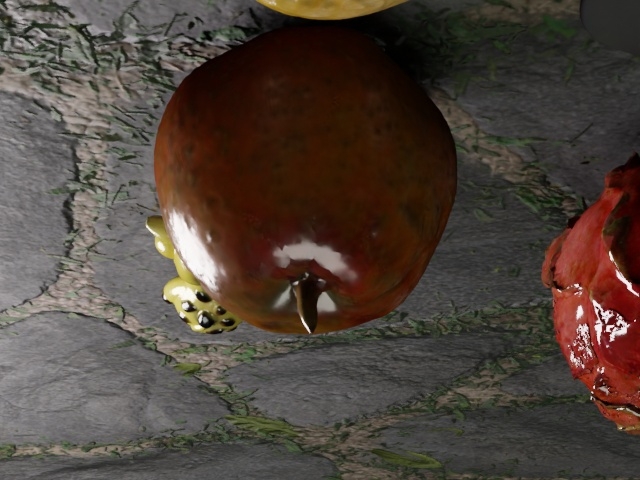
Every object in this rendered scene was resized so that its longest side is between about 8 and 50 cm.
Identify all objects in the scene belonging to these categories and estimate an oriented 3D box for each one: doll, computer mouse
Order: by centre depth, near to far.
[{"bbox_3d":[0.337,-0.194,1.316,0.232,0.057,0.120,4,153,-8],"label":"computer mouse"},{"bbox_3d":[-0.128,0.030,1.711,0.117,0.086,0.291,1,155,2],"label":"doll"}]

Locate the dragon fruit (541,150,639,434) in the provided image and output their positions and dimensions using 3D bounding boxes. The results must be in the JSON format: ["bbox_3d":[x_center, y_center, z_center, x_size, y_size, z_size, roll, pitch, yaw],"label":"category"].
[{"bbox_3d":[0.375,0.051,1.536,0.301,0.296,0.295,-31,141,33],"label":"dragon fruit"}]

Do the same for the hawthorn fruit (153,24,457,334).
[{"bbox_3d":[-0.015,-0.030,1.370,0.277,0.298,0.277,-2,139,-2],"label":"hawthorn fruit"}]

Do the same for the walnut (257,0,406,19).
[{"bbox_3d":[0.019,-0.241,1.123,0.206,0.159,0.159,-8,152,26],"label":"walnut"}]
